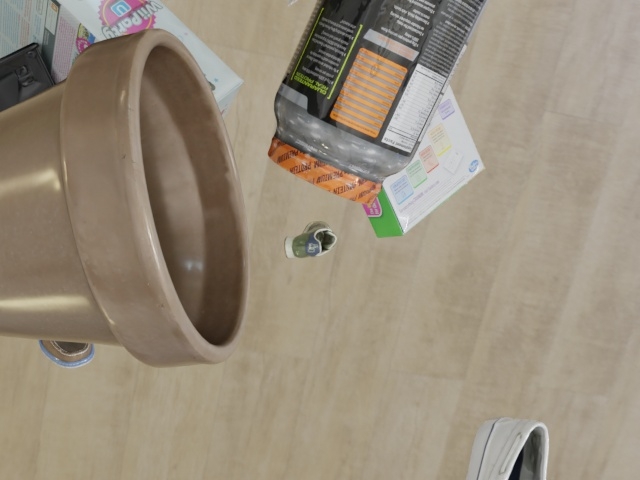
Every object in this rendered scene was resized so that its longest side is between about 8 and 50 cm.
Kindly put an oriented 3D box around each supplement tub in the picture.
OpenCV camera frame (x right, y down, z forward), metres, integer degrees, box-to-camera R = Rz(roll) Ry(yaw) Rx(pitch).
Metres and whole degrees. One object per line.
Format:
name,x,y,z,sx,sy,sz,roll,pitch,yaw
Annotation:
supplement tub,0.065,-0.217,1.048,0.193,0.193,0.316,23,102,-15

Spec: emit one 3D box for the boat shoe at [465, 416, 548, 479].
boat shoe,0.208,0.326,0.968,0.095,0.084,0.258,24,65,-29

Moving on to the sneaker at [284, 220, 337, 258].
sneaker,0.000,0.000,1.802,0.086,0.192,0.064,-2,101,25

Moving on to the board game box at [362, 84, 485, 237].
board game box,0.123,-0.200,1.375,0.242,0.064,0.317,-36,108,-35

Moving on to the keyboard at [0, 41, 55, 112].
keyboard,-0.437,-0.126,0.899,0.317,0.033,0.201,-34,138,-20

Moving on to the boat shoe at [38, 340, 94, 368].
boat shoe,-0.369,0.103,1.175,0.066,0.183,0.066,-19,133,-30

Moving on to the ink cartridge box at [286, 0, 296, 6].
ink cartridge box,-0.043,-0.566,1.640,0.115,0.198,0.067,-24,144,38

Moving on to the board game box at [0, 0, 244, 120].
board game box,-0.255,-0.206,0.981,0.303,0.224,0.097,44,59,1

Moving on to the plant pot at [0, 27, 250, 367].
plant pot,-0.200,-0.016,0.684,0.229,0.263,0.263,-11,110,11
